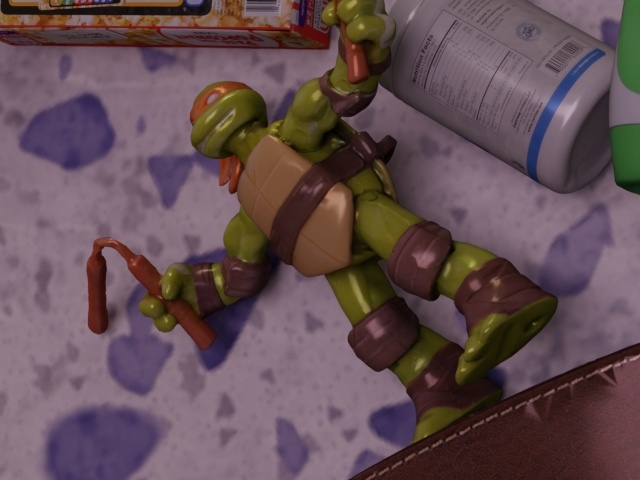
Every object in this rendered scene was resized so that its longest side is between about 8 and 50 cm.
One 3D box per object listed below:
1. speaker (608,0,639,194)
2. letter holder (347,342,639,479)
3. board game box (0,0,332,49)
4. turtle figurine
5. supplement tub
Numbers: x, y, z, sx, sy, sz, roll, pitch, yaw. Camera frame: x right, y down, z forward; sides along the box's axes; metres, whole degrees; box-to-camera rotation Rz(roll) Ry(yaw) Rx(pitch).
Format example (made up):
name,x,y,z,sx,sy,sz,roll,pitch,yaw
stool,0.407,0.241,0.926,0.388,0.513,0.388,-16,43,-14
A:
name,x,y,z,sx,sy,sz,roll,pitch,yaw
speaker,0.201,-0.160,0.792,0.131,0.131,0.296,9,87,26
letter holder,0.103,0.184,0.783,0.302,0.152,0.214,-31,69,19
board game box,-0.084,-0.174,0.974,0.194,0.045,0.146,4,86,26
turtle figurine,0.000,0.000,0.891,0.217,0.087,0.269,47,125,19
supplement tub,0.086,-0.075,0.866,0.107,0.071,0.071,33,98,26
